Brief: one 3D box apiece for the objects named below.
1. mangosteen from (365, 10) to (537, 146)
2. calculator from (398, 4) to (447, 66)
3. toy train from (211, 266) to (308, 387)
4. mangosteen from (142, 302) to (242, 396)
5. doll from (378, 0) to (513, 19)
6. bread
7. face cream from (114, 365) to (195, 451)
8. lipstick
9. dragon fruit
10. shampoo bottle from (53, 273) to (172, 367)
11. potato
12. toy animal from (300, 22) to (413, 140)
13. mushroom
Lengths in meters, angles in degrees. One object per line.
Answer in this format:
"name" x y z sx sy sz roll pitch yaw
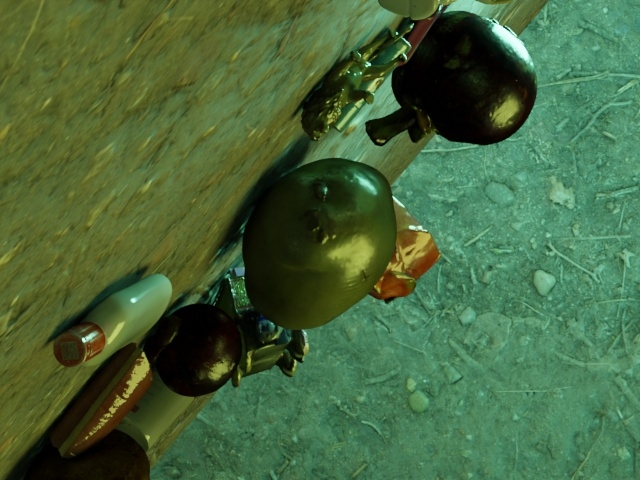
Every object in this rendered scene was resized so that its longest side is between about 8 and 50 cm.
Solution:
"mangosteen" 0.211 -0.236 2.067 0.289 0.231 0.231 -42 176 5
"calculator" 0.173 -0.355 1.933 0.190 0.034 0.126 -53 177 -36
"toy train" -0.110 0.156 2.254 0.134 0.177 0.261 -9 162 -16
"mangosteen" -0.201 0.167 1.979 0.152 0.152 0.152 -49 175 -6
"doll" 0.161 -0.335 1.502 0.271 0.144 0.208 -51 155 -25
"bread" -0.304 0.227 1.839 0.192 0.067 0.119 -50 175 6
"face cream" -0.276 0.270 2.254 0.214 0.096 0.096 -47 174 -36
"lipstick" 0.062 -0.227 1.795 0.158 0.048 0.048 -50 175 1
"dragon fruit" 0.095 0.007 2.556 0.189 0.290 0.290 -47 175 -4
"shampoo bottle" -0.247 0.101 1.490 0.108 0.051 0.221 -49 176 18
"potato" 0.000 0.000 1.942 0.243 0.221 0.326 -35 164 -35
"toy animal" 0.053 -0.222 1.679 0.220 0.069 0.086 -43 -165 -18
"mushroom" -0.348 0.349 1.872 0.231 0.194 0.138 -177 -88 -70
